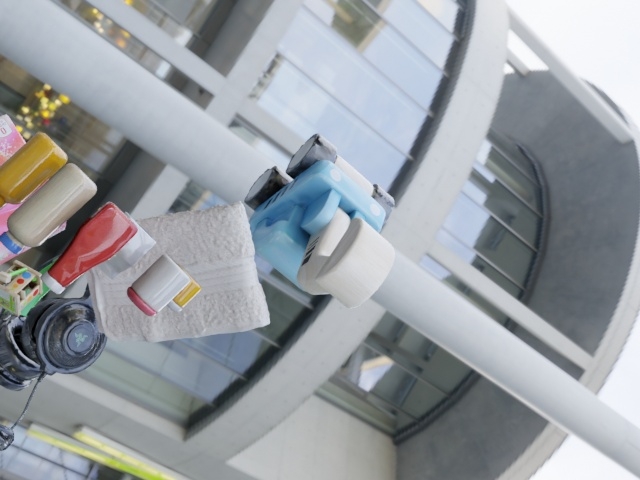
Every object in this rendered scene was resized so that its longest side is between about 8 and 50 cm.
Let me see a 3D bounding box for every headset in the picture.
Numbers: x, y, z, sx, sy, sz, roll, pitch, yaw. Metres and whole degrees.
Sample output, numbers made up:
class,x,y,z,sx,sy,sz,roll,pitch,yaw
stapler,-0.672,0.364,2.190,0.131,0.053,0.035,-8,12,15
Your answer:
class,x,y,z,sx,sy,sz,roll,pitch,yaw
headset,-0.503,0.165,1.238,0.244,0.185,0.394,-19,-136,22

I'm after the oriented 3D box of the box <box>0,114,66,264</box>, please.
class,x,y,z,sx,sy,sz,roll,pitch,yaw
box,-0.498,-0.014,0.926,0.300,0.154,0.142,-33,-177,-23

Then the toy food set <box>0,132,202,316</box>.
class,x,y,z,sx,sy,sz,roll,pitch,yaw
toy food set,-0.229,0.013,0.722,0.104,0.232,0.111,-45,-156,-8

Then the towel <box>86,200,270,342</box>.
class,x,y,z,sx,sy,sz,roll,pitch,yaw
towel,-0.222,0.051,1.060,0.282,0.187,0.049,-9,-171,19

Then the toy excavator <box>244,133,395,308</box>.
class,x,y,z,sx,sy,sz,roll,pitch,yaw
toy excavator,0.000,0.000,1.363,0.433,0.222,0.445,-33,-154,41

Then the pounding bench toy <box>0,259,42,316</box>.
class,x,y,z,sx,sy,sz,roll,pitch,yaw
pounding bench toy,-0.478,0.064,1.140,0.065,0.052,0.083,-56,171,-43
